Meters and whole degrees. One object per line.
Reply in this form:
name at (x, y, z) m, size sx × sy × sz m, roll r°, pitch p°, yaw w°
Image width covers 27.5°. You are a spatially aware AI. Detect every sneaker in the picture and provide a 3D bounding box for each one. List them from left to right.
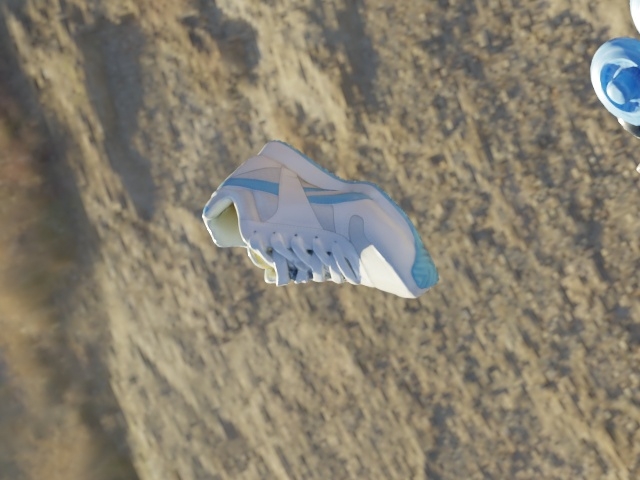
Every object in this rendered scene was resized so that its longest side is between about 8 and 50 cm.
sneaker at (0.000, 0.000, 0.993) m, size 0.229 × 0.092 × 0.087 m, roll 26°, pitch 151°, yaw 49°

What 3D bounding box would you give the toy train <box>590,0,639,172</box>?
toy train at (0.188, -0.088, 0.546) m, size 0.105 × 0.080 × 0.184 m, roll 45°, pitch 148°, yaw 15°
